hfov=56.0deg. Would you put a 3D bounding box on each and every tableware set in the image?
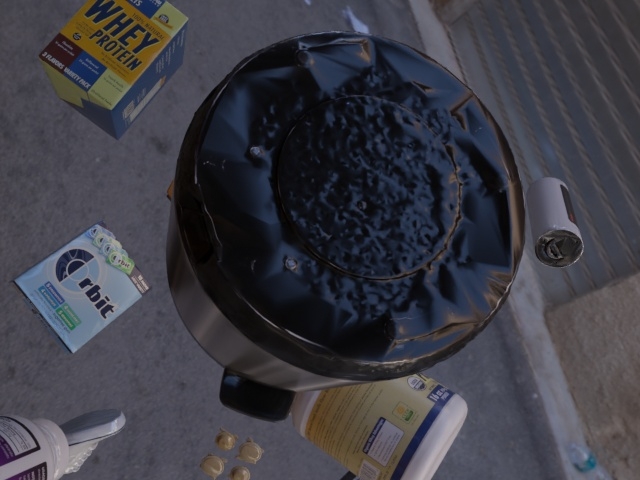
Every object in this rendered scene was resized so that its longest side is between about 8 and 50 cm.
[{"bbox_3d":[-0.244,0.599,1.654,0.141,0.168,0.020,27,14,0],"label":"tableware set"}]

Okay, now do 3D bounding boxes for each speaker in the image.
[{"bbox_3d":[0.288,-0.025,0.747,0.055,0.055,0.136,45,32,-15],"label":"speaker"}]

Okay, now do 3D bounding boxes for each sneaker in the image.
[{"bbox_3d":[-0.513,0.428,1.252,0.094,0.258,0.091,-71,139,-75],"label":"sneaker"}]

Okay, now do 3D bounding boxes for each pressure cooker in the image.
[{"bbox_3d":[-0.005,-0.004,0.749,0.370,0.420,0.375,-26,83,-22],"label":"pressure cooker"}]

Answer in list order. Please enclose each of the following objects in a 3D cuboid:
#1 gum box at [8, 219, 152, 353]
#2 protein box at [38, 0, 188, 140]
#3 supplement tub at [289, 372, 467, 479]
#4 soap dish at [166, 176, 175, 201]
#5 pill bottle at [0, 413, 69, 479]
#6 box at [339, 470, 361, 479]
[{"bbox_3d":[-0.415,0.079,1.059,0.184,0.041,0.157,-45,111,-37],"label":"gum box"},{"bbox_3d":[-0.346,-0.311,1.037,0.136,0.200,0.201,37,77,-9],"label":"protein box"},{"bbox_3d":[0.089,0.317,1.139,0.316,0.228,0.228,30,31,23],"label":"supplement tub"},{"bbox_3d":[-0.223,-0.054,1.364,0.229,0.118,0.291,51,-3,3],"label":"soap dish"},{"bbox_3d":[-0.567,0.391,0.968,0.181,0.182,0.323,63,15,9],"label":"pill bottle"},{"bbox_3d":[0.166,0.746,1.604,0.308,0.076,0.242,20,22,30],"label":"box"}]
